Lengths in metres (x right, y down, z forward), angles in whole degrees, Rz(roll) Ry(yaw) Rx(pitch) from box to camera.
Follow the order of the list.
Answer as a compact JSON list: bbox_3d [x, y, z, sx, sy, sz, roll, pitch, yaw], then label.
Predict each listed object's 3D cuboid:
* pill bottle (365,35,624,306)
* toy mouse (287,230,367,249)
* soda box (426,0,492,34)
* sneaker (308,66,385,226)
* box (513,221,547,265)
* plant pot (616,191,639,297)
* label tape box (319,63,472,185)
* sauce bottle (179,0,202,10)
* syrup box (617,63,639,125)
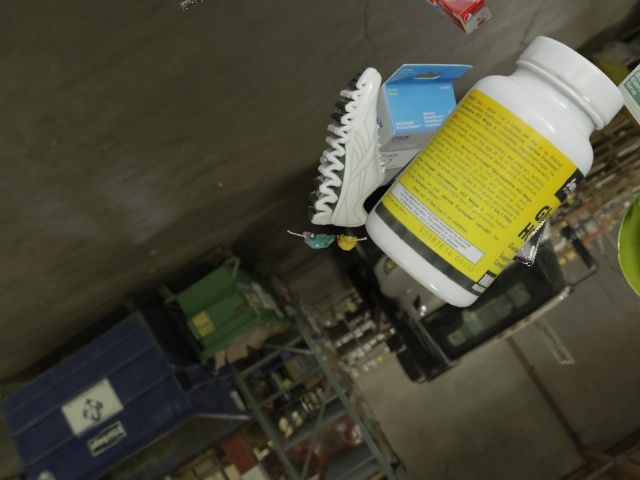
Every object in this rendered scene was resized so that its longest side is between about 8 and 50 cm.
[{"bbox_3d":[0.229,-0.091,0.921,0.334,0.188,0.188,-51,166,12],"label":"pill bottle"},{"bbox_3d":[0.000,0.000,1.444,0.143,0.031,0.161,4,-178,-18],"label":"toy mouse"},{"bbox_3d":[0.382,-0.706,2.018,0.092,0.263,0.083,-39,137,8],"label":"soda box"},{"bbox_3d":[0.065,-0.161,1.244,0.110,0.118,0.292,-106,-150,-70],"label":"sneaker"},{"bbox_3d":[0.352,-0.032,1.356,0.029,0.162,0.116,76,35,-76],"label":"box"},{"bbox_3d":[0.773,0.024,1.339,0.293,0.275,0.275,12,141,-39],"label":"plant pot"},{"bbox_3d":[0.195,-0.263,1.649,0.249,0.115,0.347,-13,159,-42],"label":"label tape box"},{"bbox_3d":[-0.348,-0.711,2.006,0.128,0.042,0.042,-34,170,0],"label":"sauce bottle"},{"bbox_3d":[0.560,-0.221,1.032,0.236,0.093,0.096,-9,151,-31],"label":"syrup box"}]
